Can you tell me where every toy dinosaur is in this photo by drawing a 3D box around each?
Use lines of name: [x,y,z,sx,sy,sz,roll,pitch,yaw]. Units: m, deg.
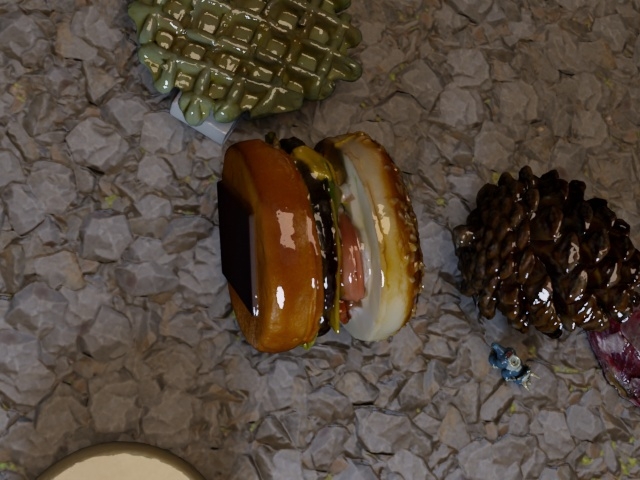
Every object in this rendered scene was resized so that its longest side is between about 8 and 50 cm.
toy dinosaur: [0.262,0.170,1.332,0.083,0.047,0.030,45,72,-1]

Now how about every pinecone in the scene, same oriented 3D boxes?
pinecone: [0.305,0.022,1.295,0.272,0.224,0.224,19,72,-11]

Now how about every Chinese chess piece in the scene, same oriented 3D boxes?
Chinese chess piece: [-0.234,0.370,1.126,0.273,0.102,0.273,3,75,-12]

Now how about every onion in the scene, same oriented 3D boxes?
onion: [0.475,0.149,1.366,0.206,0.098,0.151,46,72,1]

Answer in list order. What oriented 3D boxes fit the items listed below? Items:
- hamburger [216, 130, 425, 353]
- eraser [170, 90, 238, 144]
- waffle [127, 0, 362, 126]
hamburger: [0.000,0.000,1.198,0.225,0.291,0.291,-10,79,-17]
eraser: [-0.115,-0.243,1.341,0.092,0.046,0.212,31,71,-4]
waffle: [-0.102,-0.301,1.305,0.309,0.056,0.292,-20,81,-16]
